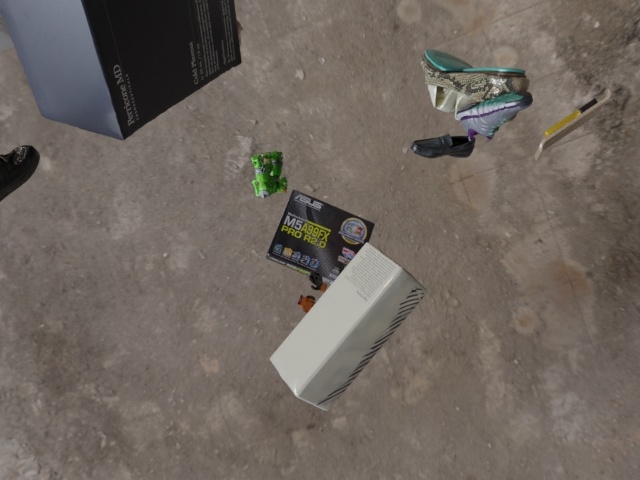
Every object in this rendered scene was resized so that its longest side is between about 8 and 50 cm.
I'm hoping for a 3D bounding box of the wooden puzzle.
[{"bbox_3d":[0.725,-0.337,1.587,0.238,0.221,0.044,-40,79,15],"label":"wooden puzzle"}]

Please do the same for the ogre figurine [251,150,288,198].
[{"bbox_3d":[-0.141,-0.183,1.495,0.097,0.197,0.118,-5,103,-8],"label":"ogre figurine"}]

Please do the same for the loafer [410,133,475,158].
[{"bbox_3d":[0.405,-0.318,1.790,0.223,0.076,0.078,-2,138,-15],"label":"loafer"}]

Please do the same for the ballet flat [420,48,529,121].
[{"bbox_3d":[0.426,-0.453,1.628,0.164,0.483,0.182,-2,116,-22],"label":"ballet flat"}]

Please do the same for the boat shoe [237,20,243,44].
[{"bbox_3d":[-0.259,-0.527,1.340,0.123,0.324,0.116,9,116,-34],"label":"boat shoe"}]

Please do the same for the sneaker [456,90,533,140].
[{"bbox_3d":[0.451,-0.310,1.375,0.083,0.223,0.098,-33,108,-23],"label":"sneaker"}]

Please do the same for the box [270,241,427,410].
[{"bbox_3d":[0.048,0.148,0.941,0.275,0.113,0.094,-50,130,1],"label":"box"}]

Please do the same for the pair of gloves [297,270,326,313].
[{"bbox_3d":[-0.014,0.105,1.078,0.010,0.074,0.083,7,67,32],"label":"pair of gloves"}]

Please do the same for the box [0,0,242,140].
[{"bbox_3d":[-0.293,-0.384,0.808,0.179,0.312,0.343,17,133,21],"label":"box"}]

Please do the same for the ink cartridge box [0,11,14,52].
[{"bbox_3d":[-0.647,-0.481,0.885,0.129,0.223,0.307,-19,88,3],"label":"ink cartridge box"}]

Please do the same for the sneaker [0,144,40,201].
[{"bbox_3d":[-0.469,-0.087,0.736,0.051,0.089,0.170,27,68,26],"label":"sneaker"}]

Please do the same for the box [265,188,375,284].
[{"bbox_3d":[0.000,0.000,1.602,0.270,0.060,0.216,23,74,-7],"label":"box"}]
